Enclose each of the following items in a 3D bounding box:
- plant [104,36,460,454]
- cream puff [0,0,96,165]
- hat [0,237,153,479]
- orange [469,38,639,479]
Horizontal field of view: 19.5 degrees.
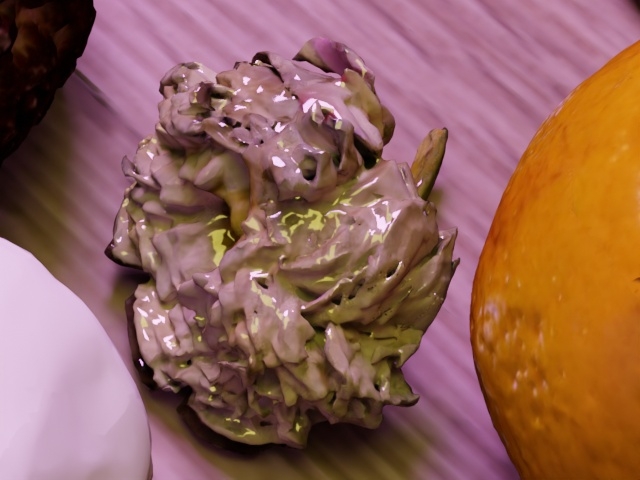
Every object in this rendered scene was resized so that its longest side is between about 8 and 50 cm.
[{"bbox_3d":[0.000,0.000,0.551,0.122,0.104,0.116,-7,90,-49],"label":"plant"},{"bbox_3d":[-0.178,-0.107,0.528,0.239,0.165,0.239,3,49,-3],"label":"cream puff"},{"bbox_3d":[-0.113,0.068,0.424,0.203,0.203,0.126,22,38,8],"label":"hat"},{"bbox_3d":[0.128,0.019,0.491,0.178,0.155,0.177,0,71,-1],"label":"orange"}]
